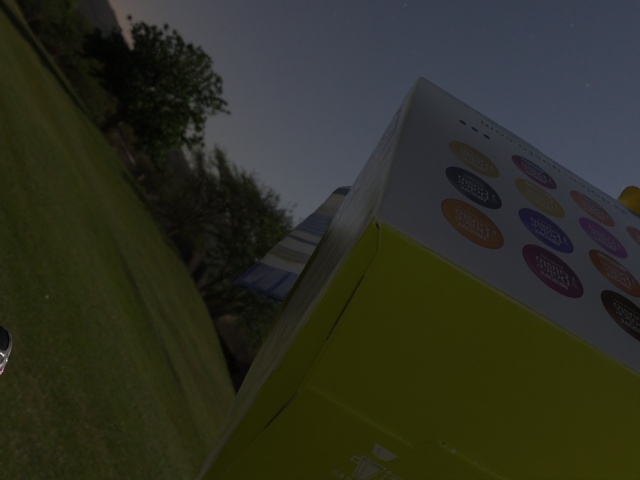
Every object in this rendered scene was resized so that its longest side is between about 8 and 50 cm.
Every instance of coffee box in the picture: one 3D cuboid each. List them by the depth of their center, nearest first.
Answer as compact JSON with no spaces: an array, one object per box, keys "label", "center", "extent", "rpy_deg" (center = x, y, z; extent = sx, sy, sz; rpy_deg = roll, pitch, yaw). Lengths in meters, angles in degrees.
[{"label":"coffee box","center":[0.134,0.111,0.594],"extent":[0.337,0.338,0.334],"rpy_deg":[30,32,-3]}]

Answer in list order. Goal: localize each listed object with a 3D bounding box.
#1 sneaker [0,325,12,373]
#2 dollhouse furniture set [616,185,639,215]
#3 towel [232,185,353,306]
[{"label":"sneaker","center":[-0.291,0.096,0.506],"extent":[0.047,0.057,0.119],"rpy_deg":[35,18,-6]},{"label":"dollhouse furniture set","center":[0.462,0.103,0.770],"extent":[0.303,0.198,0.287],"rpy_deg":[-133,-148,-56]},{"label":"towel","center":[0.000,0.000,1.034],"extent":[0.209,0.285,0.034],"rpy_deg":[13,-41,55]}]
